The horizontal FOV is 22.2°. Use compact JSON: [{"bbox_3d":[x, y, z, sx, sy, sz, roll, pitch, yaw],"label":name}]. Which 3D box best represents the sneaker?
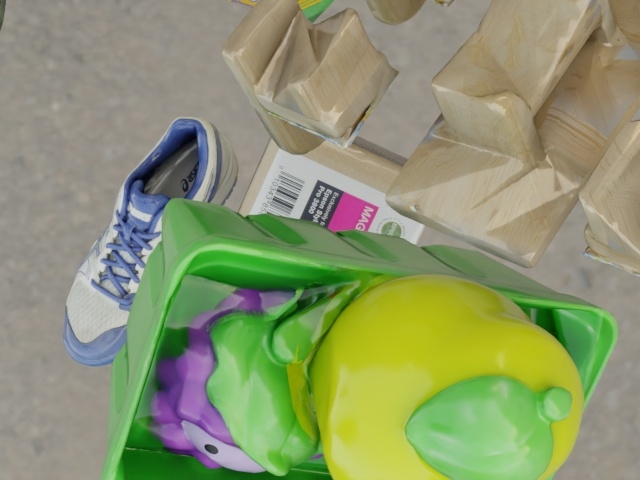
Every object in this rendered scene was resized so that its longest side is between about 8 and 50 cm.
[{"bbox_3d":[-0.199,-0.007,1.755,0.112,0.131,0.296,24,77,14],"label":"sneaker"}]

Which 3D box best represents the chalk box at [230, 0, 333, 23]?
[{"bbox_3d":[-0.016,-0.421,1.928,0.289,0.180,0.179,-42,45,46],"label":"chalk box"}]

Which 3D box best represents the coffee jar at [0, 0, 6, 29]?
[{"bbox_3d":[-0.271,-0.195,1.019,0.079,0.184,0.096,-13,60,13],"label":"coffee jar"}]

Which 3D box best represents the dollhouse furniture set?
[{"bbox_3d":[0.210,-0.140,1.150,0.362,0.256,0.394,25,71,32],"label":"dollhouse furniture set"}]

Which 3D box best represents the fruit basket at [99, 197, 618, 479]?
[{"bbox_3d":[0.047,0.125,1.178,0.392,0.392,0.283,30,113,23],"label":"fruit basket"}]

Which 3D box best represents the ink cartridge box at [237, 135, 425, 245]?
[{"bbox_3d":[0.000,0.000,1.768,0.193,0.088,0.234,24,102,-1],"label":"ink cartridge box"}]
